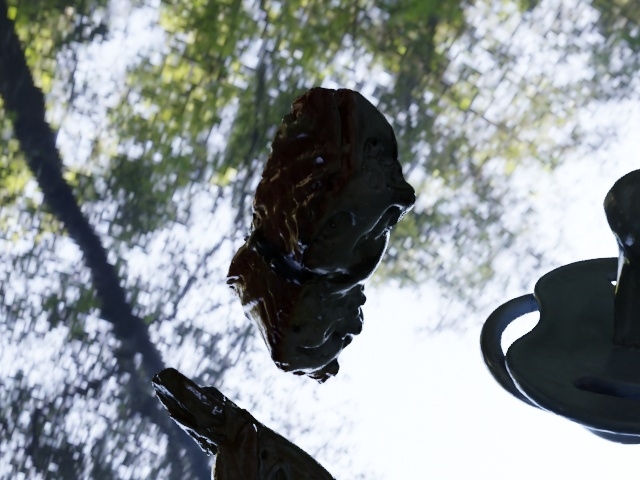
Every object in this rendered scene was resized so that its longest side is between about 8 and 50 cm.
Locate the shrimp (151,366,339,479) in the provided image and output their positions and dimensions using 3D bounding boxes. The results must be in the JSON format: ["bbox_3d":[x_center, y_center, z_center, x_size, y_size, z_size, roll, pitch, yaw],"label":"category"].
[{"bbox_3d":[-0.047,0.236,1.277,0.317,0.077,0.168,41,-150,9],"label":"shrimp"}]

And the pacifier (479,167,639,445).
[{"bbox_3d":[0.260,0.041,1.226,0.238,0.226,0.287,13,-153,18],"label":"pacifier"}]

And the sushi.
[{"bbox_3d":[0.000,0.000,1.385,0.130,0.332,0.124,-7,-135,-33],"label":"sushi"}]
